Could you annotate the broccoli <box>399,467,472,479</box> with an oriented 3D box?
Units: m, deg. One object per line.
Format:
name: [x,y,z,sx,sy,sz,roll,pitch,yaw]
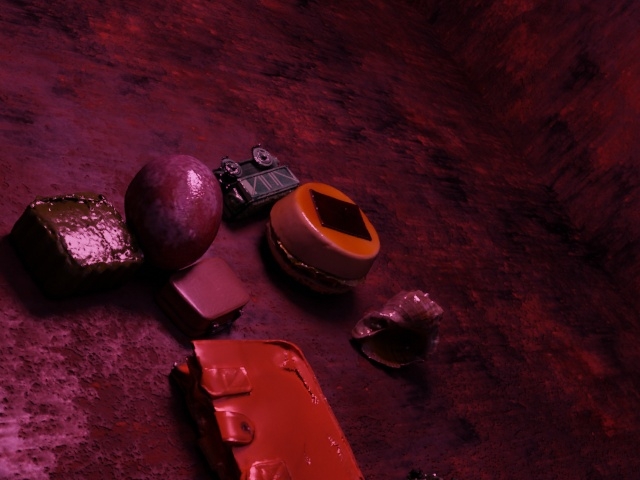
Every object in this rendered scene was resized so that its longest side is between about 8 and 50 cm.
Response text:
broccoli: [0.251,0.609,1.924,0.288,0.247,0.246,-112,177,-51]

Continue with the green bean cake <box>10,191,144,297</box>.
green bean cake: [-0.477,0.007,1.889,0.200,0.113,0.214,51,32,16]

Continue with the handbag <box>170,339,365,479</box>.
handbag: [-0.095,0.381,1.852,0.303,0.116,0.410,6,46,-44]

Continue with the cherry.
cherry: [-0.310,-0.064,2.030,0.212,0.236,0.285,-11,33,-6]

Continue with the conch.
conch: [0.193,0.220,2.336,0.245,0.163,0.178,-12,68,-19]

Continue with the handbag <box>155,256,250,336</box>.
handbag: [-0.245,0.123,2.044,0.151,0.072,0.193,48,30,9]

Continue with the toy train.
toy train: [-0.178,-0.145,2.407,0.154,0.115,0.269,56,33,7]

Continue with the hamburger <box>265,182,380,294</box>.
hamburger: [0.000,0.000,2.357,0.300,0.176,0.300,27,35,-21]
